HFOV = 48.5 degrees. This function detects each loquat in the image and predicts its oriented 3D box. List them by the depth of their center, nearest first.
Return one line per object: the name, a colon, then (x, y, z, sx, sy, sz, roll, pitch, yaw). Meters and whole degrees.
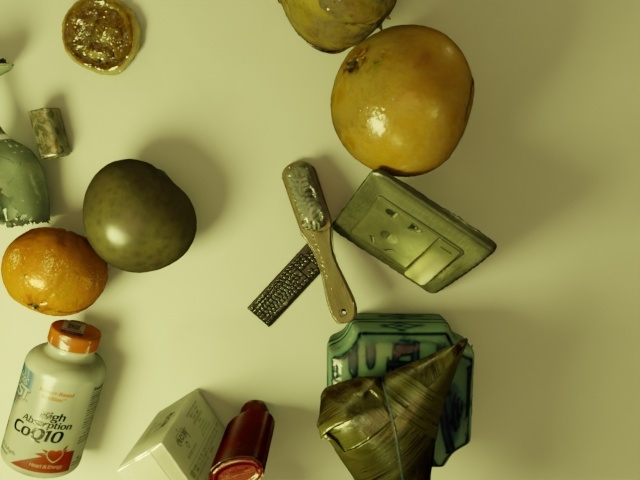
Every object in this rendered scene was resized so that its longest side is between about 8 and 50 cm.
loquat: (0.147, -0.242, 1.243, 0.262, 0.263, 0.263, 0, 99, 2)

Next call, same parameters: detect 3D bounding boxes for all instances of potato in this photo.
potato: (0.036, -0.449, 1.216, 0.229, 0.266, 0.229, 0, 96, 0)

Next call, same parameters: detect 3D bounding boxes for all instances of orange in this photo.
orange: (-0.505, 0.063, 1.348, 0.193, 0.193, 0.161, 9, 66, 1)

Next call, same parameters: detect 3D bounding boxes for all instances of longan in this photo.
longan: (-0.343, -0.042, 1.327, 0.196, 0.196, 0.220, -39, 100, 7)

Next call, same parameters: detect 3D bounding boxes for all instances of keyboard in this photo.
keyboard: (-0.061, 0.085, 1.426, 0.063, 0.010, 0.198, 42, 98, -6)

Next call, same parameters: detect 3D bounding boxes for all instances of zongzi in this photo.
zongzi: (0.180, 0.336, 1.238, 0.300, 0.138, 0.286, -31, 101, 7)

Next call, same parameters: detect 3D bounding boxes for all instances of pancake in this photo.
pancake: (-0.419, -0.393, 1.357, 0.158, 0.028, 0.158, 1, 100, 5)

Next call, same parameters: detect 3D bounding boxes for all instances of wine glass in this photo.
wine glass: (-0.608, -0.174, 1.346, 0.143, 0.143, 0.321, -14, 99, 4)

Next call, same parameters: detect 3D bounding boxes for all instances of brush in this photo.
brush: (0.000, 0.000, 1.346, 0.069, 0.065, 0.328, -18, 84, 0)

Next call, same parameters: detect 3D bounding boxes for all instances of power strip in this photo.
power strip: (0.171, -0.023, 1.312, 0.251, 0.257, 0.092, 39, 61, 0)

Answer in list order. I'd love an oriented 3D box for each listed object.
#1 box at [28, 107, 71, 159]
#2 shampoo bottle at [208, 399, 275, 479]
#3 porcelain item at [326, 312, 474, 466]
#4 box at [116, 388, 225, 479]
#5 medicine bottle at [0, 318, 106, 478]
box: (-0.523, -0.207, 1.373, 0.044, 0.062, 0.098, -10, 100, 6)
shampoo bottle: (-0.140, 0.381, 1.348, 0.102, 0.260, 0.064, -18, 98, 6)
porcelain item: (0.152, 0.288, 1.377, 0.285, 0.157, 0.282, 2, 98, 1)
box: (-0.254, 0.431, 1.362, 0.111, 0.260, 0.195, -32, 95, 11)
medicine bottle: (-0.519, 0.306, 1.404, 0.156, 0.157, 0.289, 18, 99, -1)
